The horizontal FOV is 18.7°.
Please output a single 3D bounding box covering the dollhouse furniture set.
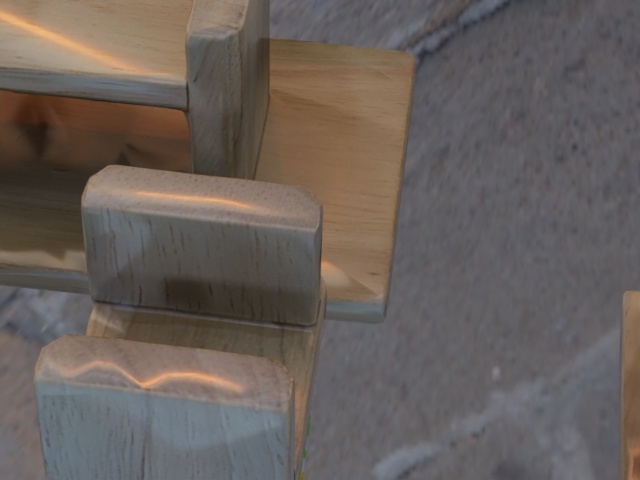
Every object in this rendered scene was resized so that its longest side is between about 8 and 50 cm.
[{"bbox_3d":[0.000,0.000,0.437,0.242,0.212,0.161,6,140,3],"label":"dollhouse furniture set"}]
